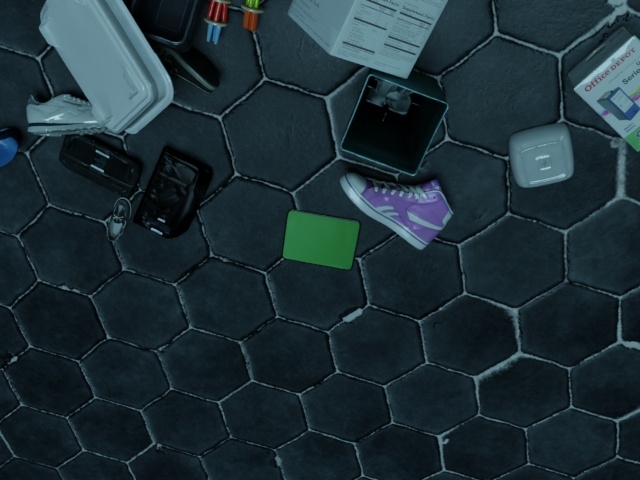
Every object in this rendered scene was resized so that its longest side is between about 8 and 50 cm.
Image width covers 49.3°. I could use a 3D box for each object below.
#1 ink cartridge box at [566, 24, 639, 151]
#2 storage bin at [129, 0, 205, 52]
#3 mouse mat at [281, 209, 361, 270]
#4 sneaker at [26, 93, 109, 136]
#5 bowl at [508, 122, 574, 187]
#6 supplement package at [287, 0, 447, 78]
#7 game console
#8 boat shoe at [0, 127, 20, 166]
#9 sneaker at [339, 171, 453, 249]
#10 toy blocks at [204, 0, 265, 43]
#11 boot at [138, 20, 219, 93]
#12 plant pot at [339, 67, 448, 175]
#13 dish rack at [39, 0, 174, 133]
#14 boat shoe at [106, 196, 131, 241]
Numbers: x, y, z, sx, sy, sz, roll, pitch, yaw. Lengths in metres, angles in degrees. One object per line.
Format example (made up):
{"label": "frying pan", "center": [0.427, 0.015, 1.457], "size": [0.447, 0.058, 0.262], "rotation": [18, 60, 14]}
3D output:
{"label": "ink cartridge box", "center": [0.647, -0.316, 1.456], "size": [0.212, 0.093, 0.154], "rotation": [39, 118, -14]}
{"label": "storage bin", "center": [-0.307, -0.492, 1.424], "size": [0.122, 0.084, 0.180], "rotation": [17, 94, -4]}
{"label": "mouse mat", "center": [0.000, 0.000, 1.771], "size": [0.190, 0.007, 0.152], "rotation": [11, 121, 2]}
{"label": "sneaker", "center": [-0.564, -0.296, 1.618], "size": [0.235, 0.090, 0.095], "rotation": [-2, 87, -5]}
{"label": "bowl", "center": [0.502, -0.184, 1.576], "size": [0.142, 0.053, 0.142], "rotation": [-11, 120, 14]}
{"label": "supplement package", "center": [0.105, -0.483, 1.306], "size": [0.198, 0.199, 0.262], "rotation": [6, 123, -37]}
{"label": "game console", "center": [-0.460, -0.161, 1.700], "size": [0.361, 0.044, 0.213], "rotation": [27, 112, -6]}
{"label": "boat shoe", "center": [-0.838, -0.198, 1.708], "size": [0.258, 0.089, 0.109], "rotation": [-16, 131, 10]}
{"label": "sneaker", "center": [0.189, -0.112, 1.635], "size": [0.282, 0.102, 0.161], "rotation": [31, 117, -24]}
{"label": "toy blocks", "center": [-0.182, -0.482, 1.475], "size": [0.123, 0.054, 0.148], "rotation": [16, 121, -2]}
{"label": "boot", "center": [-0.357, -0.366, 1.549], "size": [0.236, 0.085, 0.178], "rotation": [38, 120, -8]}
{"label": "plant pot", "center": [0.150, -0.279, 1.452], "size": [0.166, 0.234, 0.165], "rotation": [19, 121, -6]}
{"label": "dish rack", "center": [-0.463, -0.386, 1.447], "size": [0.285, 0.072, 0.333], "rotation": [-19, 104, 53]}
{"label": "boat shoe", "center": [-0.518, -0.053, 1.781], "size": [0.046, 0.038, 0.125], "rotation": [26, 120, -7]}
